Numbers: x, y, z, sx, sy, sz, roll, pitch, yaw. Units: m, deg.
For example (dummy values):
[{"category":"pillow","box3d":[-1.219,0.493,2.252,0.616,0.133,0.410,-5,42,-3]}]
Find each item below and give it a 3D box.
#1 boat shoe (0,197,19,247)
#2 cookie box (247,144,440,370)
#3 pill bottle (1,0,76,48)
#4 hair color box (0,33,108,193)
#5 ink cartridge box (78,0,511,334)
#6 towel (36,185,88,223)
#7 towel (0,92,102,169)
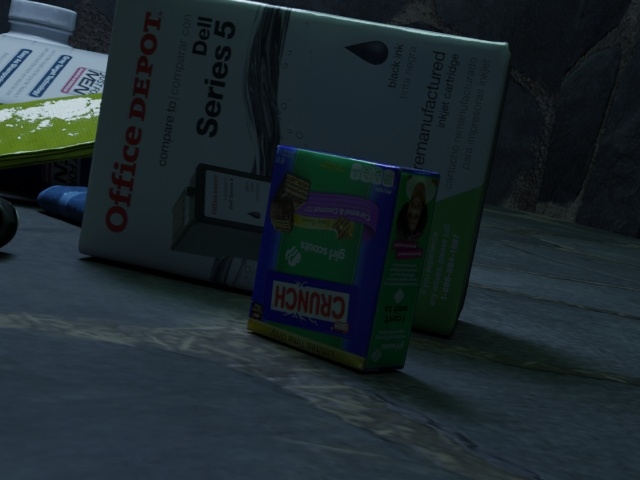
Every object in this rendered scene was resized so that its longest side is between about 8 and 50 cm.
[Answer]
[{"category":"boat shoe","box3d":[-0.263,-0.026,0.731,0.133,0.049,0.042,15,-3,-5]},{"category":"cookie box","box3d":[0.011,0.008,0.614,0.092,0.107,0.040,14,7,42]},{"category":"pill bottle","box3d":[-0.408,-0.221,1.593,0.124,0.221,0.124,10,5,-1]},{"category":"hair color box","box3d":[-0.392,-0.152,1.226,0.347,0.105,0.174,11,32,1]},{"category":"ink cartridge box","box3d":[-0.017,-0.062,0.807,0.273,0.198,0.115,11,6,9]},{"category":"towel","box3d":[-0.199,-0.029,1.012,0.067,0.029,0.119,5,8,-44]},{"category":"towel","box3d":[-0.302,-0.104,1.072,0.237,0.021,0.102,-10,42,-23]}]
